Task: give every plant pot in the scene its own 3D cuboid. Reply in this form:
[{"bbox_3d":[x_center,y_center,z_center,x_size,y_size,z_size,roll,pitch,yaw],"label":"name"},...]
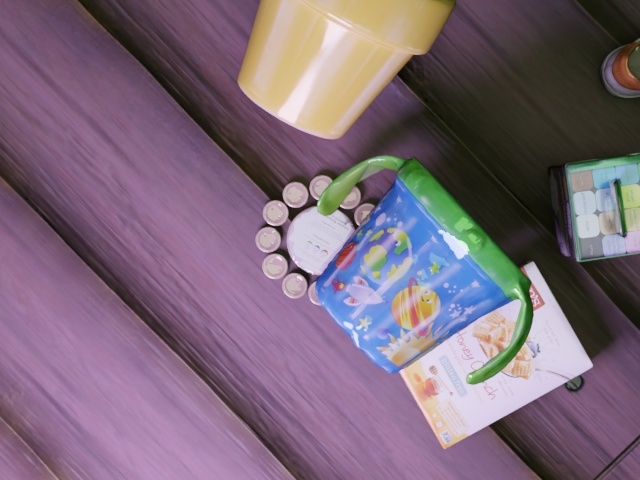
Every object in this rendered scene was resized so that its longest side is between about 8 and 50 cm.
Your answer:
[{"bbox_3d":[0.013,-0.276,1.698,0.254,0.254,0.239,31,109,0],"label":"plant pot"}]

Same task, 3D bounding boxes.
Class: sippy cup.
[{"bbox_3d":[0.121,0.047,1.705,0.224,0.305,0.240,-44,121,6],"label":"sippy cup"}]

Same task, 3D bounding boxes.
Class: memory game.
[{"bbox_3d":[0.000,0.000,1.815,0.186,0.012,0.186,0,92,2],"label":"memory game"}]

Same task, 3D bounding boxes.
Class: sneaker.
[{"bbox_3d":[0.531,-0.260,1.734,0.290,0.123,0.106,-21,91,0],"label":"sneaker"}]

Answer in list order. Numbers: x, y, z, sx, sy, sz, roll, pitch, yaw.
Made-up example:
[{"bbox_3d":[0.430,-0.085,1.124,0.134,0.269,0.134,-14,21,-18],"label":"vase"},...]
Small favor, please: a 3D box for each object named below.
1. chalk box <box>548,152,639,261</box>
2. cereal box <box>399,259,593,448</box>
[{"bbox_3d":[0.387,-0.046,1.701,0.132,0.213,0.132,-8,93,2],"label":"chalk box"},{"bbox_3d":[0.234,0.158,1.798,0.240,0.047,0.173,-30,91,3],"label":"cereal box"}]
